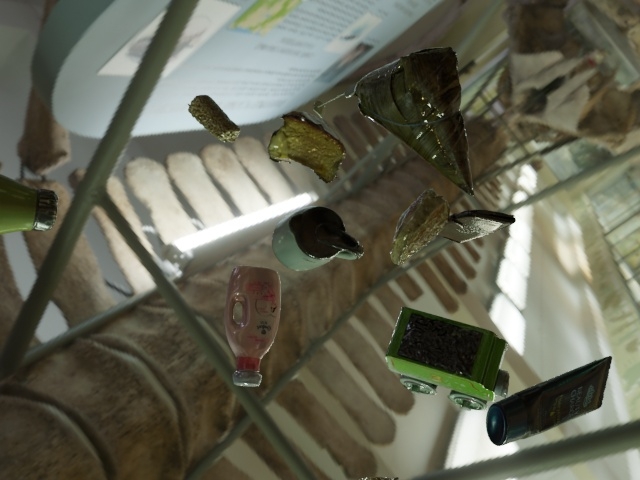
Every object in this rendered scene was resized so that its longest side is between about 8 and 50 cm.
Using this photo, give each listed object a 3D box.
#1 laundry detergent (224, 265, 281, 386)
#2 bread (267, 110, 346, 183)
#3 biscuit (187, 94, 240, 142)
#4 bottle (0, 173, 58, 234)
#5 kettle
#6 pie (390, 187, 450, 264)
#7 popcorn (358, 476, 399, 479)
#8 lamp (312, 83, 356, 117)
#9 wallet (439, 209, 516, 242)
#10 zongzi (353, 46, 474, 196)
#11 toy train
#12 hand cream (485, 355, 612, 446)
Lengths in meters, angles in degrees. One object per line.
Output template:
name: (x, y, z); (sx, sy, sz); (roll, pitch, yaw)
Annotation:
laundry detergent: (-0.197, 0.244, 2.238); (0.158, 0.088, 0.335); (8, -107, -11)
bread: (-0.036, -0.237, 1.974); (0.160, 0.140, 0.169); (15, -159, -35)
biscuit: (-0.301, -0.345, 2.238); (0.168, 0.070, 0.082); (46, -149, 20)
bottle: (-0.562, -0.063, 1.270); (0.260, 0.112, 0.112); (7, -140, -24)
kettle: (0.000, 0.000, 2.046); (0.221, 0.161, 0.236); (23, 167, -11)
pie: (0.232, -0.032, 1.895); (0.084, 0.179, 0.205); (40, 158, 19)
popcorn: (0.123, 0.591, 1.692); (0.140, 0.163, 0.194); (41, 176, -32)
lamp: (0.057, -0.456, 2.570); (0.056, 0.198, 0.050); (38, -124, -30)
wallet: (0.377, -0.039, 2.041); (0.137, 0.255, 0.031); (13, -105, -18)
zongzi: (0.199, -0.222, 1.607); (0.286, 0.138, 0.300); (-2, 111, 68)
toy train: (0.309, 0.287, 1.903); (0.307, 0.174, 0.249); (15, 156, 18)
hand cream: (0.414, 0.287, 1.403); (0.270, 0.120, 0.061); (-13, -151, -28)
